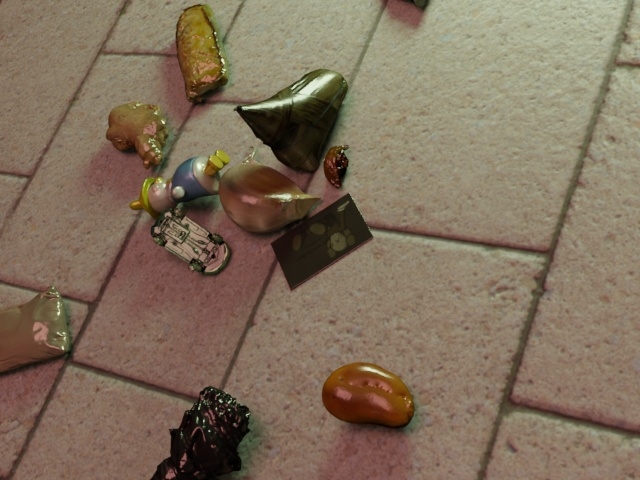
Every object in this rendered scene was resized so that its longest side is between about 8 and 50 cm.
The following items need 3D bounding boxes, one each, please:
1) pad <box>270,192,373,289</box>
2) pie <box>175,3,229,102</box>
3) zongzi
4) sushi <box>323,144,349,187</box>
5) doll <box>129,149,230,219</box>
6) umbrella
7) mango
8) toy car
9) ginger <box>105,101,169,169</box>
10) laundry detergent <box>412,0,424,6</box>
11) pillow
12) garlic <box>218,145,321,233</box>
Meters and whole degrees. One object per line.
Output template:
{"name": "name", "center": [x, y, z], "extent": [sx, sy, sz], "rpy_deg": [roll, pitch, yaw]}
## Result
{"name": "pad", "center": [0.000, 0.000, 1.811], "extent": [0.190, 0.004, 0.127], "rpy_deg": [-33, 51, 8]}
{"name": "pie", "center": [-0.285, -0.446, 2.203], "extent": [0.129, 0.068, 0.282], "rpy_deg": [-25, 57, 15]}
{"name": "zongzi", "center": [-0.060, -0.284, 1.864], "extent": [0.112, 0.242, 0.221], "rpy_deg": [12, 71, 40]}
{"name": "sushi", "center": [0.034, -0.152, 1.858], "extent": [0.047, 0.050, 0.099], "rpy_deg": [3, 74, 23]}
{"name": "doll", "center": [-0.297, -0.112, 1.976], "extent": [0.241, 0.099, 0.135], "rpy_deg": [-20, 46, 23]}
{"name": "umbrella", "center": [-0.231, 0.421, 1.615], "extent": [0.154, 0.128, 0.336], "rpy_deg": [15, 75, 51]}
{"name": "mango", "center": [0.082, 0.261, 1.558], "extent": [0.159, 0.084, 0.105], "rpy_deg": [15, 69, 12]}
{"name": "toy car", "center": [-0.266, 0.007, 1.919], "extent": [0.186, 0.058, 0.093], "rpy_deg": [32, 81, 20]}
{"name": "ginger", "center": [-0.409, -0.252, 2.148], "extent": [0.213, 0.074, 0.137], "rpy_deg": [32, 89, 42]}
{"name": "laundry detergent", "center": [0.196, -0.587, 2.026], "extent": [0.137, 0.063, 0.211], "rpy_deg": [-16, 57, 23]}
{"name": "pillow", "center": [-0.656, 0.198, 2.014], "extent": [0.270, 0.067, 0.173], "rpy_deg": [-18, 60, 19]}
{"name": "garlic", "center": [-0.144, -0.107, 1.904], "extent": [0.266, 0.148, 0.128], "rpy_deg": [49, 127, 35]}
